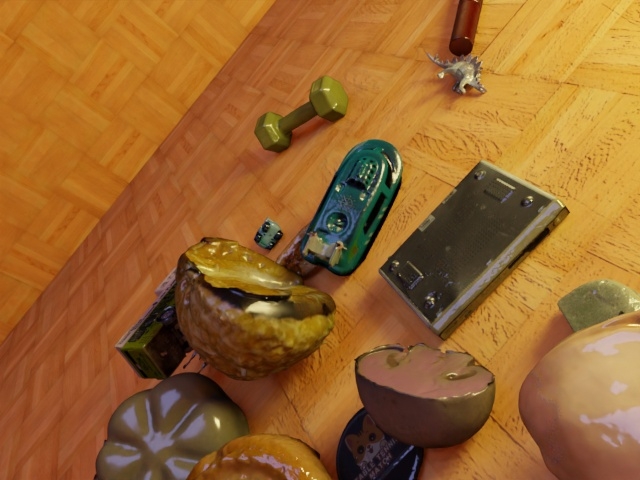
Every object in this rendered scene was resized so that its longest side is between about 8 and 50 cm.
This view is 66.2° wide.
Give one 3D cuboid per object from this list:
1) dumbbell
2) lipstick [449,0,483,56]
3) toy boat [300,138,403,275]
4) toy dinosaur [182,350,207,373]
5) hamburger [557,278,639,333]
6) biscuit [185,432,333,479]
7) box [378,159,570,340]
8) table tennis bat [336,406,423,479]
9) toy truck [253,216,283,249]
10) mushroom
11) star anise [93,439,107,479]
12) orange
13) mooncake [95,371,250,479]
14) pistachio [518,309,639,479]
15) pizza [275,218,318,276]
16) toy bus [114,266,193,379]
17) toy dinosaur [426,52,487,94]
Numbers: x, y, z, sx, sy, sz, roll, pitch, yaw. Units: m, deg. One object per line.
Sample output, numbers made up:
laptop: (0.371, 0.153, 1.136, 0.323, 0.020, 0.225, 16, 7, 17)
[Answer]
dumbbell: (-0.060, -0.356, 1.410, 0.302, 0.108, 0.121, -20, 46, 39)
lipstick: (0.359, -0.577, 1.163, 0.057, 0.057, 0.356, -12, 50, 44)
toy boat: (0.067, -0.082, 0.968, 0.134, 0.092, 0.298, 22, 76, 16)
toy dinosaur: (-0.272, 0.213, 1.140, 0.206, 0.113, 0.327, -46, 36, 9)
hamburger: (0.341, 0.090, 0.580, 0.084, 0.054, 0.121, -40, 28, 20)
biscuit: (-0.092, 0.422, 0.676, 0.296, 0.102, 0.296, -10, 70, 28)
box: (0.230, 0.004, 0.794, 0.270, 0.045, 0.211, -47, 35, 8)
table tennis bat: (0.098, 0.325, 0.679, 0.150, 0.027, 0.236, -49, 31, 4)
toy truck: (-0.134, -0.023, 1.248, 0.073, 0.056, 0.090, -50, 21, 15)
mushroom: (0.133, 0.211, 0.657, 0.188, 0.141, 0.117, 10, 97, 38)
star anise: (-0.372, 0.454, 1.035, 0.332, 0.118, 0.331, -25, 46, 29)
orange: (-0.137, 0.139, 0.932, 0.369, 0.271, 0.210, 29, 111, 58)
mooncake: (-0.262, 0.374, 0.875, 0.275, 0.135, 0.275, -5, 65, 10)
pistachio: (0.330, 0.141, 0.424, 0.299, 0.187, 0.187, -22, 44, 27)
pizza: (-0.003, -0.002, 1.066, 0.271, 0.056, 0.134, -31, 31, 30)
toy bus: (-0.316, 0.160, 1.074, 0.139, 0.113, 0.301, -13, 28, 27)
toy dinosaur: (0.296, -0.366, 1.056, 0.082, 0.039, 0.209, -43, 45, 8)
